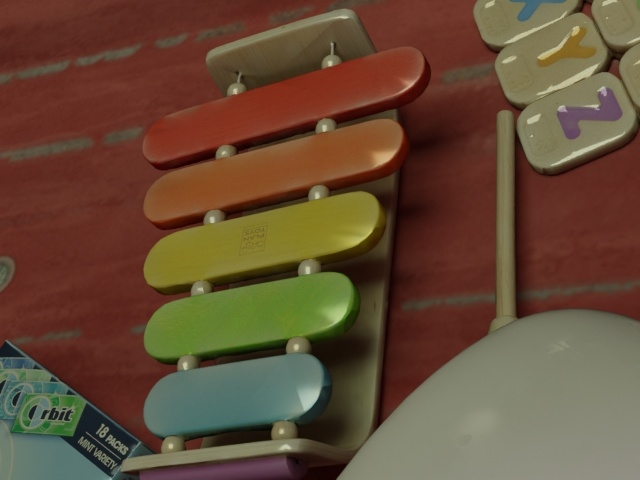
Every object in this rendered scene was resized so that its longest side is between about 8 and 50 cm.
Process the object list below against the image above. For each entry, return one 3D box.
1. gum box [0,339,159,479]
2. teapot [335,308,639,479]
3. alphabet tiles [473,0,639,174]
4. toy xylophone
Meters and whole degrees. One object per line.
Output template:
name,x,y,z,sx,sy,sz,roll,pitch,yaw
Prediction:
gum box,-0.202,0.172,0.736,0.157,0.041,0.184,26,73,41
teapot,0.109,0.165,0.430,0.252,0.256,0.187,-44,53,-17
alphabet tiles,0.235,-0.157,0.727,0.278,0.021,0.284,-23,48,15
toy xylophone,0.000,0.000,0.707,0.236,0.081,0.322,-19,50,22
